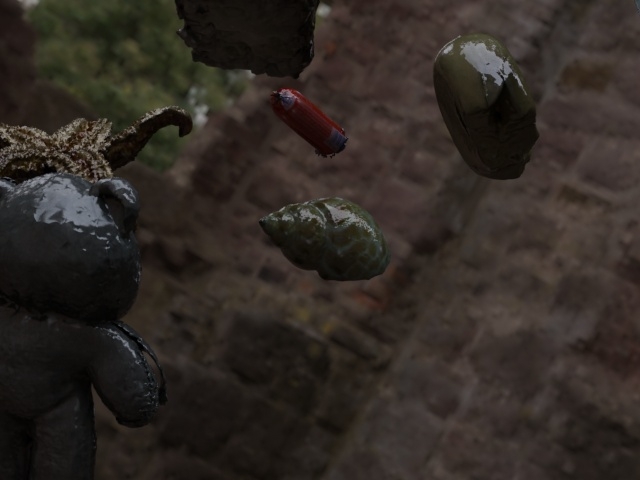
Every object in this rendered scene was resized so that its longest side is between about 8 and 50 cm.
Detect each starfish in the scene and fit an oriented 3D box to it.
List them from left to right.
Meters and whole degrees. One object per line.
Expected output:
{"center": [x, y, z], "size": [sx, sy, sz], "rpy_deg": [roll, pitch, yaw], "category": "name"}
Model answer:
{"center": [-0.308, -0.096, 1.931], "size": [0.303, 0.312, 0.113], "rpy_deg": [37, -43, 54], "category": "starfish"}

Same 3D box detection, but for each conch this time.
{"center": [0.013, -0.007, 2.066], "size": [0.173, 0.116, 0.106], "rpy_deg": [17, -38, 8], "category": "conch"}

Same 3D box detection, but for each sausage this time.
{"center": [-0.022, -0.149, 1.880], "size": [0.050, 0.048, 0.145], "rpy_deg": [3, -19, 34], "category": "sausage"}

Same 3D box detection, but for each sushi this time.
{"center": [-0.098, -0.341, 2.029], "size": [0.196, 0.181, 0.343], "rpy_deg": [-3, -16, 1], "category": "sushi"}

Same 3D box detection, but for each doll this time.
{"center": [-0.252, 0.094, 1.477], "size": [0.246, 0.340, 0.158], "rpy_deg": [9, 17, 28], "category": "doll"}

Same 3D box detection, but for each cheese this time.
{"center": [0.198, -0.166, 1.839], "size": [0.202, 0.091, 0.175], "rpy_deg": [74, -8, -79], "category": "cheese"}

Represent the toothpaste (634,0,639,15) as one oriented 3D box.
{"center": [0.406, -0.224, 1.653], "size": [0.089, 0.312, 0.071], "rpy_deg": [9, -37, -31], "category": "toothpaste"}
